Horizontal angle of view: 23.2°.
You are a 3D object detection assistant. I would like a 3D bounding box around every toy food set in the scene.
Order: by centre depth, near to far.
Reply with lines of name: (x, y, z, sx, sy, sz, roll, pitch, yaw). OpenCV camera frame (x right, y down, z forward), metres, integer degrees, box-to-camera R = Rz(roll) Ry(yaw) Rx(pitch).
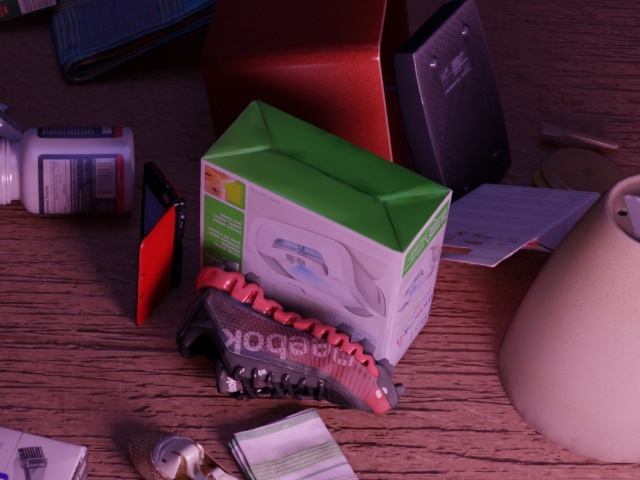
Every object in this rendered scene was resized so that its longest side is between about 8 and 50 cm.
toy food set: (0.345, -0.077, 2.071, 0.132, 0.038, 0.192, 13, 39, -6)

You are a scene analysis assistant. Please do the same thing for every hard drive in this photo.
hard drive: (0.167, -0.165, 1.987, 0.054, 0.255, 0.172, 7, 39, 35)

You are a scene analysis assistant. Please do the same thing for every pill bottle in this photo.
pill bottle: (-0.321, -0.086, 1.926, 0.180, 0.108, 0.108, -1, 46, -9)

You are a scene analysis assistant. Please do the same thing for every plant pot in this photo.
plant pot: (0.351, 0.067, 1.755, 0.256, 0.274, 0.256, 4, 46, -4)
plant pot: (-0.015, -0.218, 2.012, 0.235, 0.267, 0.267, 0, 44, 10)

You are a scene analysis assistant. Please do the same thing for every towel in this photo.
towel: (-0.019, 0.254, 1.692, 0.113, 0.023, 0.152, -18, 51, -23)
towel: (-0.270, -0.397, 2.217, 0.271, 0.040, 0.370, -24, 48, 5)

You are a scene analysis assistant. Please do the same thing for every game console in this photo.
game console: (-0.207, 0.003, 1.827, 0.085, 0.144, 0.124, -21, 52, -27)

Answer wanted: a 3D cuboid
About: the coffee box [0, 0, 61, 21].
coffee box: (-0.465, -0.351, 2.189, 0.184, 0.040, 0.113, -17, 49, -7)

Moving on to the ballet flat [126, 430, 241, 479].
ballet flat: (-0.122, 0.251, 1.648, 0.206, 0.067, 0.073, 33, 50, 23)

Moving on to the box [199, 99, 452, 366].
box: (0.000, 0.000, 1.799, 0.262, 0.231, 0.127, 26, 50, 17)

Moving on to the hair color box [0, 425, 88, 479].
hair color box: (-0.422, 0.266, 1.563, 0.339, 0.110, 0.185, 12, 44, 6)

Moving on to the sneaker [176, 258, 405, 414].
sneaker: (-0.044, 0.137, 1.749, 0.276, 0.097, 0.135, 28, 64, 14)

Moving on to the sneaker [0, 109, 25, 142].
sneaker: (-0.520, -0.148, 1.962, 0.295, 0.147, 0.104, 27, 2, -9)

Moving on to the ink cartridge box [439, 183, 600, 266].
ink cartridge box: (0.208, -0.003, 1.886, 0.181, 0.056, 0.224, 7, 30, 42)

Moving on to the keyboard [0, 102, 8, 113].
keyboard: (-0.505, -0.114, 1.992, 0.072, 0.014, 0.256, 25, 47, 16)
